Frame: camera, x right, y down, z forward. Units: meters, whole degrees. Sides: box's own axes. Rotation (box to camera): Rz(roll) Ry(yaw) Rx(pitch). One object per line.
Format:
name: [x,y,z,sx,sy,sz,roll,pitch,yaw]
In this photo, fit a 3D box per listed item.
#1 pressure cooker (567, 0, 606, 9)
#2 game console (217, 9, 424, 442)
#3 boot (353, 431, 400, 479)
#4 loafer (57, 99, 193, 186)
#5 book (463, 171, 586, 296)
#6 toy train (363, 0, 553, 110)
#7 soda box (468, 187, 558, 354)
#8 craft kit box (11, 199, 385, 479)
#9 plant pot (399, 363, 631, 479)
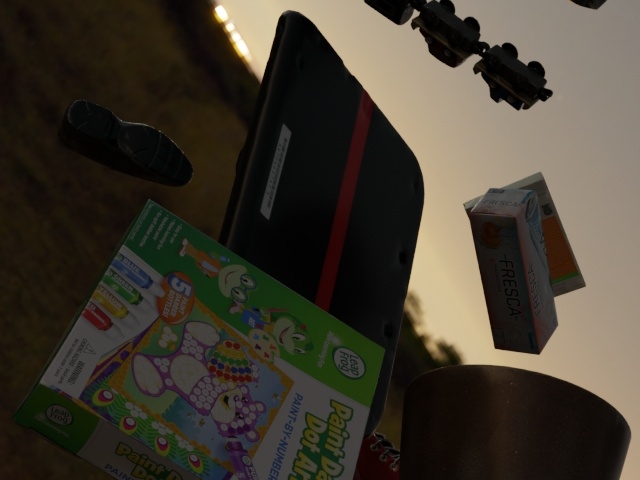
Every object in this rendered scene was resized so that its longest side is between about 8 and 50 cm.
pressure cooker: [0.442,-0.507,1.637,0.420,0.370,0.375,23,-32,51]
game console: [0.000,0.000,1.360,0.342,0.060,0.386,45,49,-47]
boot: [0.083,0.247,1.473,0.088,0.176,0.244,13,59,-51]
loafer: [-0.235,-0.109,1.523,0.170,0.061,0.062,29,52,-14]
book: [0.235,0.004,1.455,0.035,0.096,0.144,-91,158,-65]
toy train: [0.085,-0.133,0.832,0.158,0.027,0.036,39,-40,18]
soda box: [0.215,0.035,1.396,0.063,0.058,0.183,-48,133,-45]
craft kit box: [-0.080,0.111,0.992,0.247,0.061,0.250,35,34,-11]
plant pot: [0.157,0.263,1.143,0.215,0.215,0.230,58,41,-49]
